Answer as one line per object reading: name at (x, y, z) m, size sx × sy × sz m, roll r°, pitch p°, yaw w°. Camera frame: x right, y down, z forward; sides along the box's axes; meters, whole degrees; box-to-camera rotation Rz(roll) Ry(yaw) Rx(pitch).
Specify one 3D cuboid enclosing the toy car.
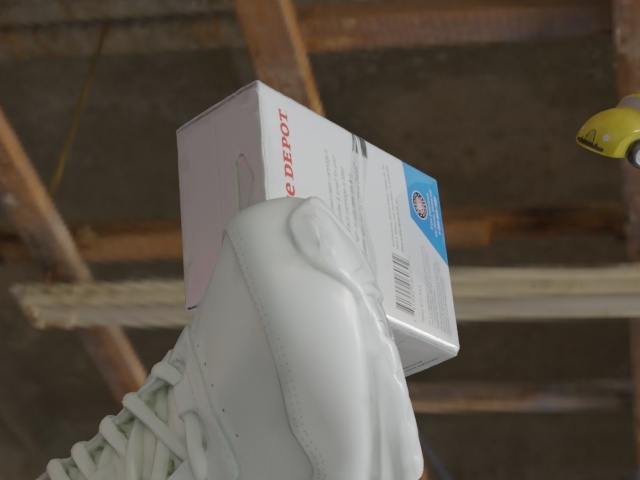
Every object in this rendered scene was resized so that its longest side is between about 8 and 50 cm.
toy car at (0.345, -0.076, 1.231) m, size 0.225 × 0.053 × 0.239 m, roll 20°, pitch 17°, yaw 26°

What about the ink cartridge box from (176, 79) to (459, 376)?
ink cartridge box at (0.000, 0.000, 1.009) m, size 0.082 × 0.139 × 0.191 m, roll -27°, pitch -35°, yaw 34°

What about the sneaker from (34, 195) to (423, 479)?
sneaker at (-0.042, 0.082, 0.452) m, size 0.115 × 0.090 × 0.232 m, roll -5°, pitch -44°, yaw -18°
